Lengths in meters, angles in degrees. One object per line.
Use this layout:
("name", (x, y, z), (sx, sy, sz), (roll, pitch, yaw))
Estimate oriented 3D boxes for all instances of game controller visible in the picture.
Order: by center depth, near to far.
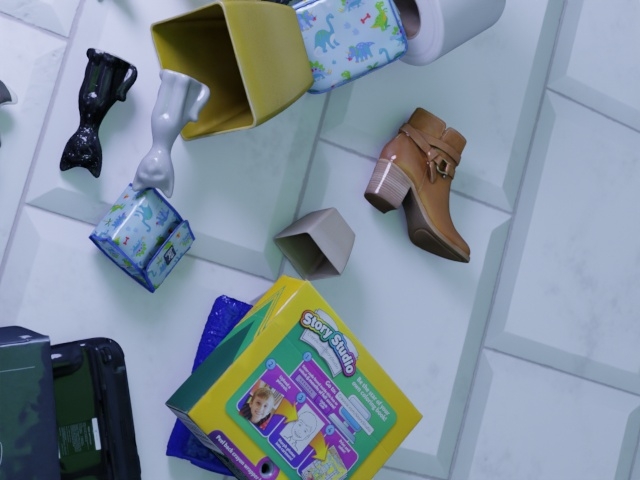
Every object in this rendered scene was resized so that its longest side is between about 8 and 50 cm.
("game controller", (-0.396, 0.327, 1.910), (0.166, 0.067, 0.319), (-8, 95, -15))

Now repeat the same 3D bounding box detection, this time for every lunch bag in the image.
("lunch bag", (-0.296, -0.002, 1.935), (0.129, 0.096, 0.151), (-54, 128, -20))
("lunch bag", (0.040, -0.381, 2.067), (0.219, 0.090, 0.176), (-23, 104, 8))

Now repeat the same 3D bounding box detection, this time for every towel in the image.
("towel", (-0.130, 0.273, 2.041), (0.227, 0.076, 0.308), (20, 81, -29))

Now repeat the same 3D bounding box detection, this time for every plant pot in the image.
("plant pot", (-0.138, -0.307, 1.962), (0.187, 0.212, 0.212), (-24, 103, -41))
("plant pot", (0.000, 0.000, 2.098), (0.109, 0.109, 0.096), (53, 55, -20))

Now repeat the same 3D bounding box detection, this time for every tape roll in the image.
("tape roll", (0.203, -0.472, 2.118), (0.169, 0.246, 0.246), (-33, 107, -24))

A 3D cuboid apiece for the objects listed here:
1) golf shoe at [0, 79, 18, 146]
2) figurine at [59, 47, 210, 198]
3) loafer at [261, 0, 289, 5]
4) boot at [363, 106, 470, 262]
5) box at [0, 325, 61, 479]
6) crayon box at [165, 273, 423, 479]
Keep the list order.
("golf shoe", (-0.564, -0.140, 1.771), (0.120, 0.105, 0.273), (24, 80, -35))
("figurine", (-0.313, -0.189, 1.881), (0.214, 0.092, 0.210), (17, 90, 7))
("loafer", (-0.039, -0.521, 2.073), (0.223, 0.076, 0.078), (-51, 121, -15))
("boot", (0.230, -0.105, 2.236), (0.283, 0.109, 0.220), (37, 70, -18))
("box", (-0.565, 0.347, 1.717), (0.293, 0.212, 0.396), (-5, 94, -29))
("crayon box", (-0.038, 0.298, 1.994), (0.313, 0.106, 0.363), (-48, 114, -20))
